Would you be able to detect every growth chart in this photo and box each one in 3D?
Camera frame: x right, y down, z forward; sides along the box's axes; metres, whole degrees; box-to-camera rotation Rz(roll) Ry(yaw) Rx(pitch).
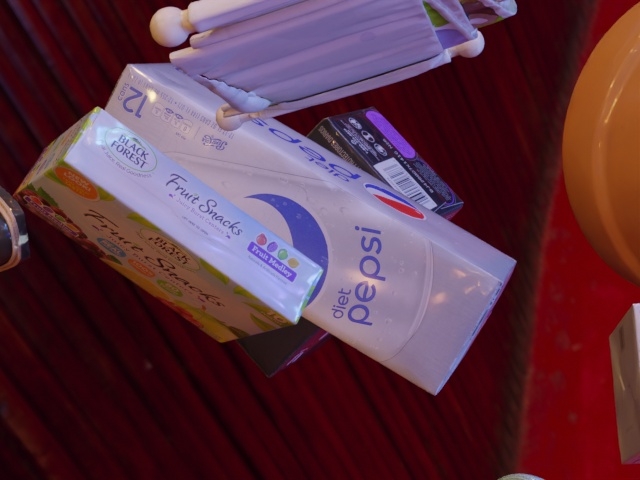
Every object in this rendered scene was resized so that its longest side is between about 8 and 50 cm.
[{"bbox_3d":[0.017,-0.094,0.654,0.172,0.021,0.237,-16,-6,4],"label":"growth chart"}]

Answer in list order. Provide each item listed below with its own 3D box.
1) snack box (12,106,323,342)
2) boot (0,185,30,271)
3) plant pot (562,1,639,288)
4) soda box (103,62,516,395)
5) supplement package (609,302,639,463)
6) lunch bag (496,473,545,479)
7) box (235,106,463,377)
[{"bbox_3d":[-0.080,-0.004,0.734,0.037,0.141,0.100,-61,18,-23],"label":"snack box"},{"bbox_3d":[-0.318,-0.002,1.031,0.198,0.076,0.137,9,20,39],"label":"boot"},{"bbox_3d":[0.364,-0.065,1.143,0.291,0.291,0.203,-31,16,-4],"label":"plant pot"},{"bbox_3d":[-0.016,-0.014,0.962,0.091,0.286,0.098,-61,-8,13],"label":"soda box"},{"bbox_3d":[0.513,0.208,2.066,0.145,0.262,0.204,-3,76,3],"label":"supplement package"},{"bbox_3d":[0.225,0.387,1.619,0.108,0.224,0.279,-45,-4,-42],"label":"lunch bag"},{"bbox_3d":[0.000,0.000,1.621,0.270,0.165,0.143,-47,-10,25],"label":"box"}]
